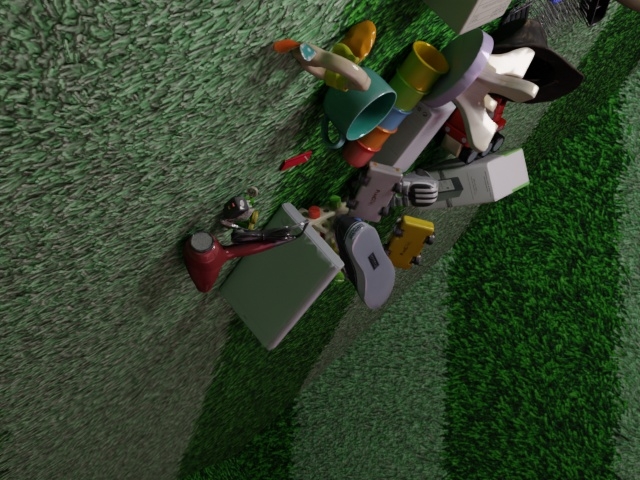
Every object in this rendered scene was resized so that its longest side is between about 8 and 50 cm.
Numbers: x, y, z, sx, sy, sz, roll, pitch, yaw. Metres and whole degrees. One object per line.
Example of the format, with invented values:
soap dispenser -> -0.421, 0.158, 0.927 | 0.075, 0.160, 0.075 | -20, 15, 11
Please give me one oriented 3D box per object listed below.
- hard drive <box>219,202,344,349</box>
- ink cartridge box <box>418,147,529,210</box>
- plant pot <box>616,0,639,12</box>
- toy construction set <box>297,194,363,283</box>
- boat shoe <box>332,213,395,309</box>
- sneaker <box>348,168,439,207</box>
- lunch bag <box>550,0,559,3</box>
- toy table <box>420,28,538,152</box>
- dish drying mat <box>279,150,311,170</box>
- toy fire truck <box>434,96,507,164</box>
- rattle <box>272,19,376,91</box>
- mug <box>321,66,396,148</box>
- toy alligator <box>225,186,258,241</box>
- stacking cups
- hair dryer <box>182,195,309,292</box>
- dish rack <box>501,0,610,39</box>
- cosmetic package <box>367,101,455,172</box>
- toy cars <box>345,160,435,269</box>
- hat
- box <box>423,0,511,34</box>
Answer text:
hard drive -> -0.099, 0.089, 2.091 | 0.040, 0.203, 0.307 | -18, 152, -54
ink cartridge box -> 0.429, -0.176, 2.544 | 0.273, 0.115, 0.198 | -6, -166, 44
plant pot -> 0.776, -0.670, 2.114 | 0.191, 0.284, 0.284 | -4, 162, 2
toy construction set -> 0.000, 0.000, 2.235 | 0.215, 0.151, 0.328 | -11, 147, -13
boat shoe -> 0.096, 0.051, 2.162 | 0.113, 0.105, 0.306 | -45, 142, -13
sneaker -> 0.194, -0.139, 2.251 | 0.132, 0.228, 0.086 | -54, 148, -59
lunch bag -> 0.502, -0.584, 1.869 | 0.151, 0.129, 0.096 | -39, 163, -13
toy table -> 0.336, -0.334, 1.882 | 0.252, 0.161, 0.274 | -59, -166, 4
dish drying mat -> -0.052, -0.169, 1.881 | 0.083, 0.008, 0.032 | -27, 159, -43
toy fire truck -> 0.461, -0.343, 2.407 | 0.217, 0.158, 0.246 | -24, 145, -45
rattle -> 0.018, -0.341, 1.493 | 0.199, 0.130, 0.143 | 27, 101, -45
mug -> 0.059, -0.267, 1.720 | 0.158, 0.097, 0.129 | -37, 164, -12
toy alligator -> -0.157, -0.067, 1.838 | 0.190, 0.056, 0.051 | 117, -15, -50
stacking cups -> 0.151, -0.290, 1.922 | 0.096, 0.096, 0.316 | -24, 161, -48
hair dryer -> -0.178, 0.029, 1.843 | 0.223, 0.080, 0.293 | 22, 135, -40
dish rack -> 0.564, -0.547, 2.135 | 0.271, 0.074, 0.208 | -27, 162, 1
cosmetic package -> 0.212, -0.259, 2.130 | 0.117, 0.085, 0.231 | -23, 158, -50
toy cars -> 0.173, -0.071, 2.150 | 0.176, 0.087, 0.394 | -12, 139, 23
hat -> 0.473, -0.439, 2.080 | 0.331, 0.331, 0.134 | 50, 51, -74
box -> 0.310, -0.532, 1.567 | 0.148, 0.121, 0.311 | -30, 161, -34
